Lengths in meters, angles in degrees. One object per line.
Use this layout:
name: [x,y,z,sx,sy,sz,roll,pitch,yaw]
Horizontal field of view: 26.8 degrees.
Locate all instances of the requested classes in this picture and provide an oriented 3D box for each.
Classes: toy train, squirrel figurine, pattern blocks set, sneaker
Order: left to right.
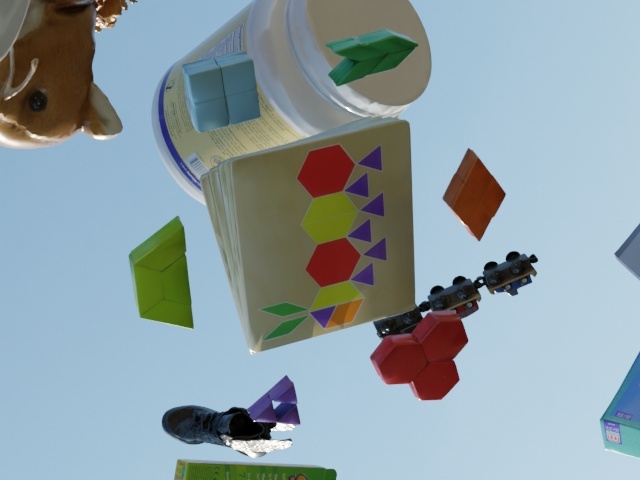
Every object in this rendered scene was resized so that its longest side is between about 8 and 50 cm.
squirrel figurine: [-0.268,-0.289,1.373,0.397,0.281,0.370,-46,-41,-68]
sneaker: [-0.115,0.230,1.666,0.089,0.170,0.051,98,-173,-65]
pattern blocks set: [0.000,0.000,0.989,0.026,0.285,0.325,-124,32,-53]
toy train: [0.123,0.053,1.200,0.027,0.158,0.036,-111,-4,-64]

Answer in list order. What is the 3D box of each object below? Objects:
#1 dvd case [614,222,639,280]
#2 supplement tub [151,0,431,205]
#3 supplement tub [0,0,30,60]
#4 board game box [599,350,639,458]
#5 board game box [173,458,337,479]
dvd case: [0.359,0.004,1.077,0.029,0.179,0.238,31,-167,-33]
supplement tub: [-0.041,-0.196,1.746,0.241,0.331,0.241,20,-123,-34]
supplement tub: [-0.330,-0.217,1.019,0.144,0.200,0.144,16,-90,-87]
board game box: [0.385,0.134,1.292,0.210,0.160,0.047,-49,-42,-36]
board game box: [-0.091,0.368,1.852,0.259,0.039,0.124,10,-92,-35]
